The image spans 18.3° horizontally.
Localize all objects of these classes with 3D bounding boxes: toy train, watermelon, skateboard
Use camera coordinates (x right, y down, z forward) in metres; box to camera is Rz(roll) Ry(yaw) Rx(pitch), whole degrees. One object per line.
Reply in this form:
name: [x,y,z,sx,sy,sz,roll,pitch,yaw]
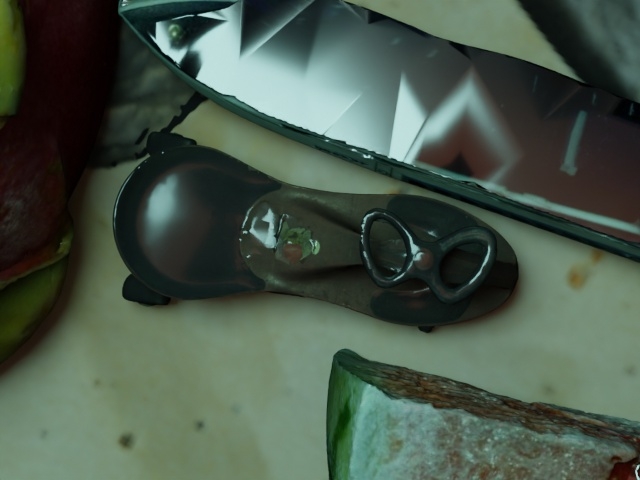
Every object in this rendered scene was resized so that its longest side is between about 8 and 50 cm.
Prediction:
toy train: [0.046,-0.046,0.739,0.252,0.048,0.055,20,83,3]
watermelon: [0.060,0.074,0.726,0.158,0.098,0.121,-29,107,8]
skateboard: [0.000,0.000,0.726,0.151,0.080,0.067,9,88,-1]

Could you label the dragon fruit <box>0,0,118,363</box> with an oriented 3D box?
dragon fruit: [-0.218,-0.069,0.657,0.305,0.226,0.305,0,92,4]
